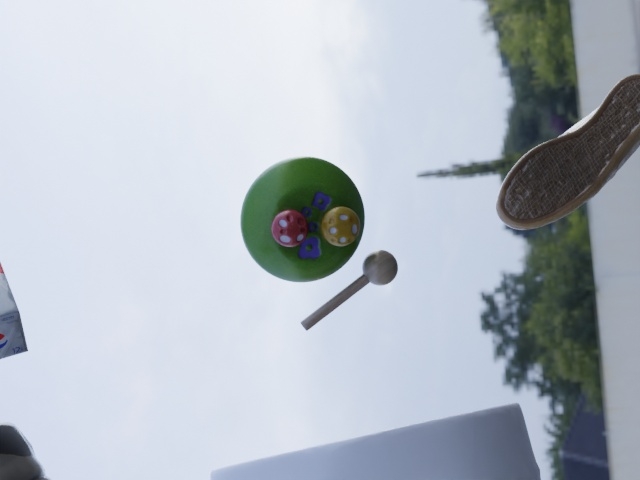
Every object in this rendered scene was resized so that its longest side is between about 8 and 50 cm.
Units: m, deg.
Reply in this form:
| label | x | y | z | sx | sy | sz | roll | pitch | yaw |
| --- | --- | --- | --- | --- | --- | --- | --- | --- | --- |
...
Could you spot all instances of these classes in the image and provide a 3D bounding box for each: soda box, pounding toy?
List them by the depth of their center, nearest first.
| label | x | y | z | sx | sy | sz | roll | pitch | yaw |
| --- | --- | --- | --- | --- | --- | --- | --- | --- | --- |
| pounding toy | 0.000 | 0.000 | 1.477 | 0.237 | 0.183 | 0.110 | 58 | 173 | -16 |
| soda box | -0.577 | 0.082 | 1.779 | 0.286 | 0.098 | 0.091 | -128 | 29 | -46 |

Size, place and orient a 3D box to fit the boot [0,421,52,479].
| label | x | y | z | sx | sy | sz | roll | pitch | yaw |
| --- | --- | --- | --- | --- | --- | --- | --- | --- | --- |
| boot | -0.175 | 0.281 | 0.361 | 0.284 | 0.138 | 0.377 | 49 | -123 | 2 |

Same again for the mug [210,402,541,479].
| label | x | y | z | sx | sy | sz | roll | pitch | yaw |
| --- | --- | --- | --- | --- | --- | --- | --- | --- | --- |
| mug | 0.091 | 0.313 | 0.841 | 0.374 | 0.276 | 0.328 | 144 | 115 | -63 |

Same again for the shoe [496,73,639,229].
| label | x | y | z | sx | sy | sz | roll | pitch | yaw |
| --- | --- | --- | --- | --- | --- | --- | --- | --- | --- |
| shoe | 0.261 | -0.078 | 1.049 | 0.076 | 0.219 | 0.058 | 44 | 165 | 25 |
